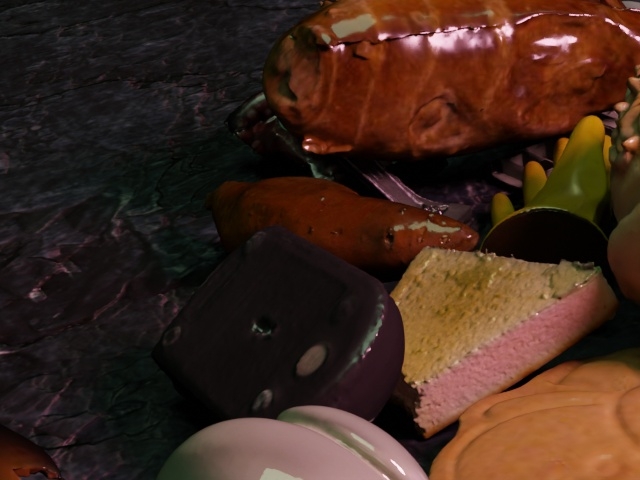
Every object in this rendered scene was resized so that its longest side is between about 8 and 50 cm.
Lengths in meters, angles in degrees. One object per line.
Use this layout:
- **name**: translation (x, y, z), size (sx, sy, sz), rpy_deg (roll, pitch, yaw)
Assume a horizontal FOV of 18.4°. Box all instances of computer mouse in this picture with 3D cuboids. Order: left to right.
- **computer mouse**: translation (-0.017, 0.094, 1.558), size (0.170, 0.100, 0.269), rpy_deg (-46, 29, -6)

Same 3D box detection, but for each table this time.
- **table**: translation (0.278, -0.093, 1.952), size (0.175, 0.062, 0.146), rpy_deg (-19, 27, -29)

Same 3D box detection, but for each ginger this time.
- **ginger**: translation (0.134, -0.186, 1.926), size (0.418, 0.176, 0.254), rpy_deg (-11, 30, -13)

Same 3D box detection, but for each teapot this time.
- **teapot**: translation (-0.033, 0.183, 1.288), size (0.149, 0.220, 0.318), rpy_deg (-44, 36, -23)

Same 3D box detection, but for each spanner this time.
- **spanner**: translation (0.054, -0.058, 1.913), size (0.093, 0.026, 0.325), rpy_deg (-22, 42, -22)

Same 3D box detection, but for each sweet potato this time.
- **sweet potato**: translation (-0.004, 0.000, 1.786), size (0.112, 0.112, 0.359), rpy_deg (-24, 25, -31)

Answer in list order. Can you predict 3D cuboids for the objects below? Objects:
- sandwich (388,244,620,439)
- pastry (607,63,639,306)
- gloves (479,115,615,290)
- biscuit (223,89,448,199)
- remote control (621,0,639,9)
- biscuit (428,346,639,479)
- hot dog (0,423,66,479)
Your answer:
- **sandwich**: translation (0.119, 0.083, 1.563), size (0.193, 0.058, 0.162), rpy_deg (5, 51, 46)
- **pastry**: translation (0.410, -0.050, 1.563), size (0.409, 0.245, 0.409), rpy_deg (-1, 19, 0)
- **gloves**: translation (0.205, -0.028, 1.780), size (0.133, 0.116, 0.294), rpy_deg (-16, 20, 15)
- **biscuit**: translation (0.017, -0.101, 2.033), size (0.151, 0.063, 0.235), rpy_deg (-23, 45, -22)
- **remote control**: translation (0.236, -0.223, 2.249), size (0.296, 0.056, 0.140), rpy_deg (-6, 27, 3)
- **biscuit**: translation (0.242, 0.164, 1.417), size (0.351, 0.057, 0.312), rpy_deg (-21, 29, -25)
- **hot dog**: translation (-0.259, 0.220, 1.391), size (0.194, 0.107, 0.326), rpy_deg (23, 9, 2)
